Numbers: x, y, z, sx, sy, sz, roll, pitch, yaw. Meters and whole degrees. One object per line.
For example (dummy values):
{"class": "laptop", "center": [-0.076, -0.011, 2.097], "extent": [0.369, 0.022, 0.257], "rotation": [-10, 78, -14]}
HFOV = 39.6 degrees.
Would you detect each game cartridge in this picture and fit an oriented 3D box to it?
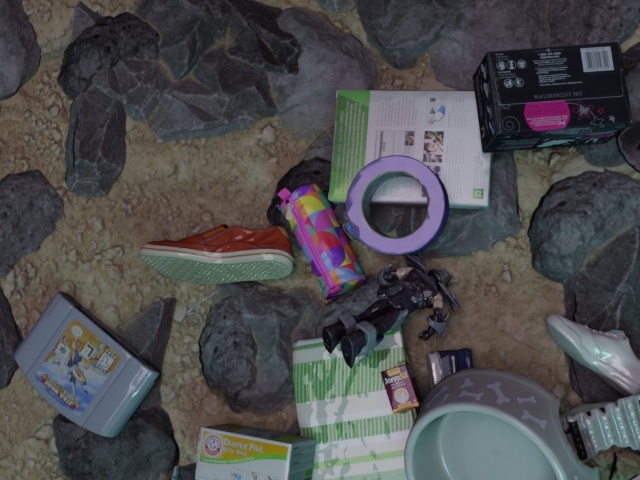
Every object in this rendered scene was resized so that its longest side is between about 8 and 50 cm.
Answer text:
{"class": "game cartridge", "center": [-0.507, 0.271, 1.888], "extent": [0.297, 0.062, 0.198], "rotation": [36, 88, 16]}

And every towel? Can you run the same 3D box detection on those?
{"class": "towel", "center": [0.074, 0.340, 1.738], "extent": [0.247, 0.038, 0.325], "rotation": [-11, 81, 13]}

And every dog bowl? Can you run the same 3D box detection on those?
{"class": "dog bowl", "center": [0.302, 0.401, 1.546], "extent": [0.348, 0.102, 0.349], "rotation": [14, 116, 31]}

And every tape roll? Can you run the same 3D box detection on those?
{"class": "tape roll", "center": [0.148, -0.065, 1.696], "extent": [0.188, 0.080, 0.189], "rotation": [-1, 88, 15]}

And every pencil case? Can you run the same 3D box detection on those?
{"class": "pencil case", "center": [0.000, 0.000, 1.770], "extent": [0.104, 0.104, 0.236], "rotation": [-31, 76, 8]}

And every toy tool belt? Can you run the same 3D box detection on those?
{"class": "toy tool belt", "center": [0.082, -0.019, 1.775], "extent": [0.083, 0.051, 0.052], "rotation": [40, 93, 16]}

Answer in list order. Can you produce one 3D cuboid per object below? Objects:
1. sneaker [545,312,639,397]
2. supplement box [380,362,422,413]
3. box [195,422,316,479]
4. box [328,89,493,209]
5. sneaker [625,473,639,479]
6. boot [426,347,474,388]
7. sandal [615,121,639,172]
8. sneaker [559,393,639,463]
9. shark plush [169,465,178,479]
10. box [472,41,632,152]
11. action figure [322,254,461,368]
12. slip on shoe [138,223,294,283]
{"class": "sneaker", "center": [0.515, 0.191, 1.632], "extent": [0.212, 0.080, 0.094], "rotation": [39, 81, 9]}
{"class": "supplement box", "center": [0.154, 0.280, 1.680], "extent": [0.054, 0.043, 0.083], "rotation": [-21, 78, 13]}
{"class": "box", "center": [-0.127, 0.423, 1.720], "extent": [0.203, 0.114, 0.103], "rotation": [4, 86, 26]}
{"class": "box", "center": [0.183, -0.183, 1.771], "extent": [0.321, 0.058, 0.233], "rotation": [3, 83, 14]}
{"class": "sneaker", "center": [0.590, 0.436, 1.475], "extent": [0.283, 0.107, 0.124], "rotation": [-31, 32, -12]}
{"class": "boot", "center": [0.257, 0.300, 1.681], "extent": [0.086, 0.069, 0.190], "rotation": [-7, 91, -5]}
{"class": "sandal", "center": [0.663, -0.134, 1.639], "extent": [0.254, 0.054, 0.097], "rotation": [43, 94, 16]}
{"class": "sneaker", "center": [0.524, 0.323, 1.581], "extent": [0.292, 0.118, 0.110], "rotation": [-11, 93, 5]}
{"class": "shark plush", "center": [-0.293, 0.546, 1.810], "extent": [0.067, 0.073, 0.161], "rotation": [-3, 60, -5]}
{"class": "box", "center": [0.423, -0.264, 1.648], "extent": [0.247, 0.142, 0.164], "rotation": [-5, 80, -4]}
{"class": "action figure", "center": [0.142, 0.130, 1.693], "extent": [0.285, 0.099, 0.185], "rotation": [-30, 43, -20]}
{"class": "slip on shoe", "center": [-0.212, 0.021, 1.823], "extent": [0.331, 0.123, 0.101], "rotation": [-3, 59, 14]}
